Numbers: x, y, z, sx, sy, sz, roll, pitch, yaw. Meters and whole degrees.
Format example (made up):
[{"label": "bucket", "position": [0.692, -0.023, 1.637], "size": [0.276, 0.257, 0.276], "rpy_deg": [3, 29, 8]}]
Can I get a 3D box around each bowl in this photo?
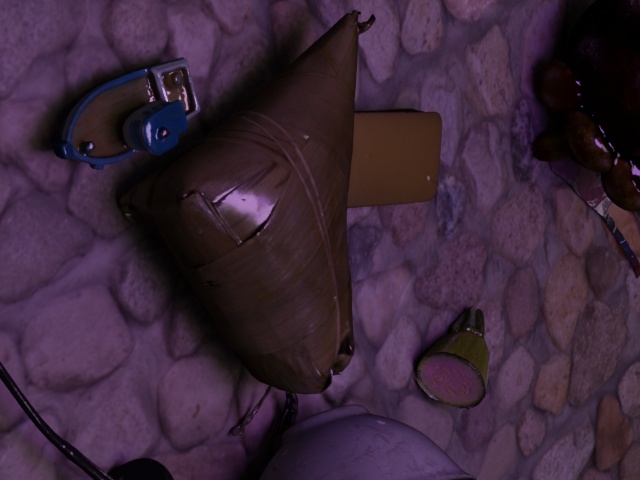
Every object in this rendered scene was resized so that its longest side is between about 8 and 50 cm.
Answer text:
[{"label": "bowl", "position": [0.026, 0.294, 1.967], "size": [0.313, 0.313, 0.146], "rpy_deg": [-4, 65, -44]}]

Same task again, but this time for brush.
[{"label": "brush", "position": [0.074, -0.110, 2.042], "size": [0.197, 0.059, 0.123], "rpy_deg": [-5, 104, -43]}]

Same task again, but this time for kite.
[{"label": "kite", "position": [0.470, -0.101, 2.453], "size": [0.204, 0.022, 0.360], "rpy_deg": [-55, 129, -21]}]

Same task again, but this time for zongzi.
[{"label": "zongzi", "position": [0.000, 0.000, 1.915], "size": [0.418, 0.181, 0.447], "rpy_deg": [-48, 129, -27]}]

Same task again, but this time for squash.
[{"label": "squash", "position": [0.204, 0.159, 2.209], "size": [0.132, 0.105, 0.105], "rpy_deg": [-57, 133, -45]}]

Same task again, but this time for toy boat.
[{"label": "toy boat", "position": [-0.206, -0.138, 1.737], "size": [0.215, 0.102, 0.088], "rpy_deg": [-30, 115, -36]}]

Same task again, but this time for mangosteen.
[{"label": "mangosteen", "position": [0.466, -0.209, 2.257], "size": [0.347, 0.307, 0.307], "rpy_deg": [-39, 128, 4]}]

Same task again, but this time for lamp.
[{"label": "lamp", "position": [-0.313, 0.199, 1.738], "size": [0.371, 0.108, 0.130], "rpy_deg": [44, 79, -24]}]
